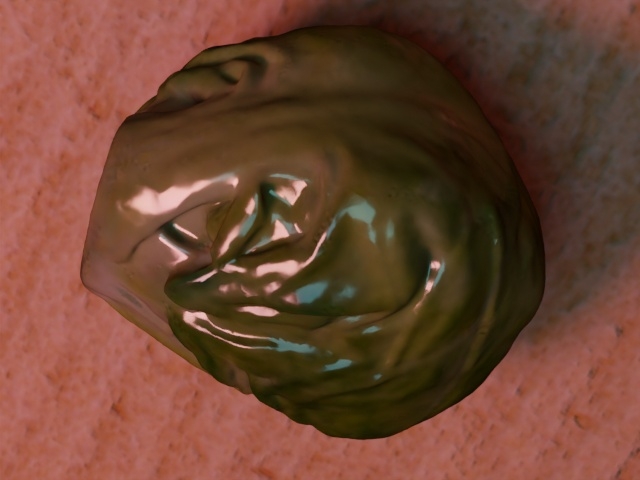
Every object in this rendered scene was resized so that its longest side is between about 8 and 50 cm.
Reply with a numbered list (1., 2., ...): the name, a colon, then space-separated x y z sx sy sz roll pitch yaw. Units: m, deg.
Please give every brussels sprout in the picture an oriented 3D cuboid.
1. brussels sprout: 0.000 0.000 0.871 0.223 0.161 0.223 16 140 14
